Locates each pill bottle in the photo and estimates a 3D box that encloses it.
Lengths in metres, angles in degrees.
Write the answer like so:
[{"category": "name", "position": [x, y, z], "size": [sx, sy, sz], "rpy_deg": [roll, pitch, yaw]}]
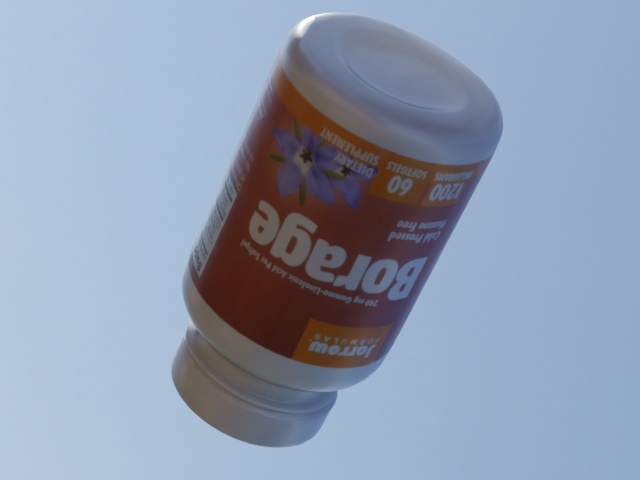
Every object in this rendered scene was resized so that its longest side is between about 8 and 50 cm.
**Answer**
[{"category": "pill bottle", "position": [0.000, 0.000, 1.004], "size": [0.121, 0.121, 0.216], "rpy_deg": [43, -56, 29]}]
